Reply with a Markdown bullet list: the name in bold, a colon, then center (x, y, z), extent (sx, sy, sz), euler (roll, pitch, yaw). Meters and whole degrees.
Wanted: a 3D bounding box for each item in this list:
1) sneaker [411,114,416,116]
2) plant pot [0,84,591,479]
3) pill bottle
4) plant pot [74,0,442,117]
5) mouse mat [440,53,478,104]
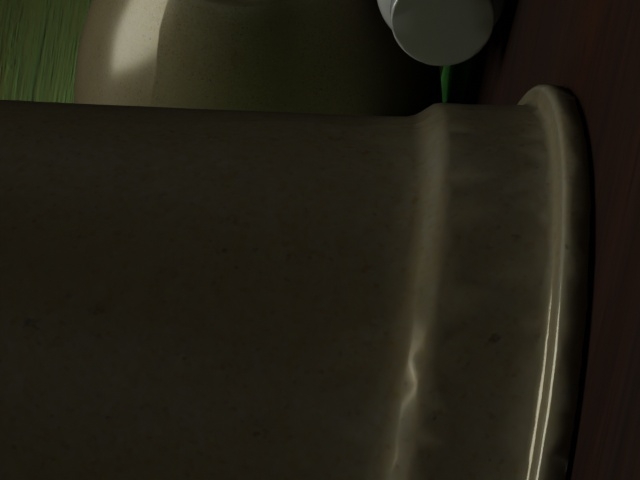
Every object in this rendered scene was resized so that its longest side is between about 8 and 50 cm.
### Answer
- **sneaker**: center (0.023, 0.046, 1.068), extent (0.110, 0.118, 0.292), euler (-81, 3, -64)
- **plant pot**: center (-0.062, 0.064, 0.733), extent (0.334, 0.306, 0.333), euler (-171, 90, -87)
- **pill bottle**: center (0.080, -0.179, 0.990), extent (0.152, 0.086, 0.086), euler (-85, 5, -55)
- **plant pot**: center (-0.047, -0.153, 1.095), extent (0.191, 0.284, 0.284), euler (90, -173, -58)
- **mouse mat**: center (0.103, -0.119, 1.157), extent (0.189, 0.007, 0.152), euler (-83, 3, -62)
